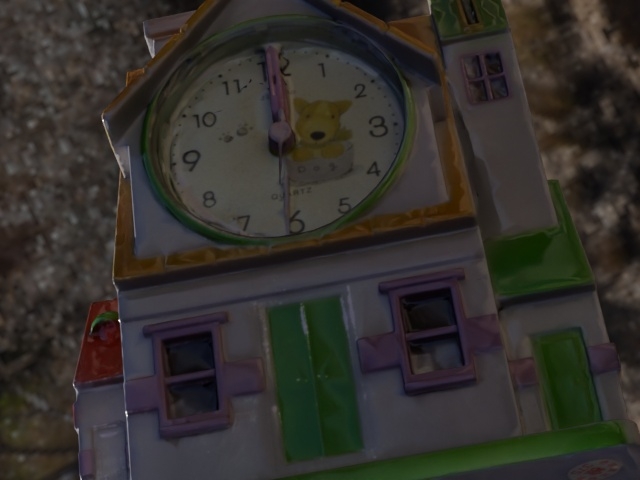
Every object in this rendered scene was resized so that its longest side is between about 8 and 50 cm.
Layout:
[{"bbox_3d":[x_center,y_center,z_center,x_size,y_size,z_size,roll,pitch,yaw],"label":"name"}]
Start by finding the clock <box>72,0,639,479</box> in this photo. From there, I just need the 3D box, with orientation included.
[{"bbox_3d":[0.000,0.000,0.728,0.166,0.235,0.310,74,-174,-58],"label":"clock"}]
